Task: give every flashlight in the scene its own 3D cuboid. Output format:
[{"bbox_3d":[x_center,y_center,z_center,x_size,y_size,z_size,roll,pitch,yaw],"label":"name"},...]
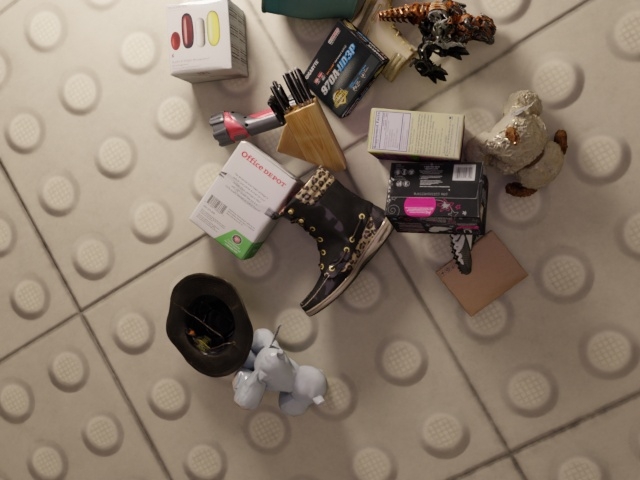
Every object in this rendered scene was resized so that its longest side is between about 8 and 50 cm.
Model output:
[{"bbox_3d":[-0.172,-0.369,1.869,0.304,0.103,0.103,-17,116,9],"label":"flashlight"}]

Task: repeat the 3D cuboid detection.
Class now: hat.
[{"bbox_3d":[-0.308,0.240,1.907,0.332,0.134,0.331,8,108,25],"label":"hat"}]

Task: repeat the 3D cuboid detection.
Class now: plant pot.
[{"bbox_3d":[-0.008,-0.736,1.737,0.256,0.271,0.271,14,96,-3],"label":"plant pot"}]

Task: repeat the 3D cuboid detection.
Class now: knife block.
[{"bbox_3d":[-0.023,-0.347,1.767,0.276,0.088,0.242,19,117,-6],"label":"knife block"}]

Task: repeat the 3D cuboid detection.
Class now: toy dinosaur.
[{"bbox_3d":[0.316,-0.562,1.699,0.322,0.164,0.218,2,72,7],"label":"toy dinosaur"}]

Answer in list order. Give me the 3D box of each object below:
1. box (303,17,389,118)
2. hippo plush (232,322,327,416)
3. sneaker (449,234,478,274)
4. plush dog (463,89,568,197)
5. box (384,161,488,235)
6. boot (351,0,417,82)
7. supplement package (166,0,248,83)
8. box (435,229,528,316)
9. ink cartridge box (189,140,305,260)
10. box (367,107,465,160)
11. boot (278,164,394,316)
[{"bbox_3d":[0.066,-0.484,1.781,0.175,0.051,0.220,46,130,6],"label":"box"},{"bbox_3d":[-0.098,0.387,1.861,0.237,0.234,0.294,27,116,-20],"label":"hippo plush"},{"bbox_3d":[0.409,-0.024,1.753,0.106,0.078,0.234,-11,78,8],"label":"sneaker"},{"bbox_3d":[0.553,-0.239,1.681,0.225,0.210,0.262,37,103,-18],"label":"plush dog"},{"bbox_3d":[0.315,-0.113,1.684,0.248,0.142,0.163,2,71,21],"label":"box"},{"bbox_3d":[0.204,-0.600,1.760,0.203,0.095,0.262,40,111,8],"label":"boot"},{"bbox_3d":[-0.333,-0.586,1.860,0.194,0.149,0.202,-3,93,13],"label":"supplement package"},{"bbox_3d":[0.457,0.095,1.788,0.201,0.021,0.164,-39,85,11],"label":"box"},{"bbox_3d":[-0.215,-0.119,1.872,0.211,0.121,0.289,38,100,8],"label":"ink cartridge box"},{"bbox_3d":[0.265,-0.277,1.712,0.243,0.213,0.117,7,94,12],"label":"box"},{"bbox_3d":[0.000,0.000,1.793,0.284,0.138,0.377,40,97,-7],"label":"boot"}]
